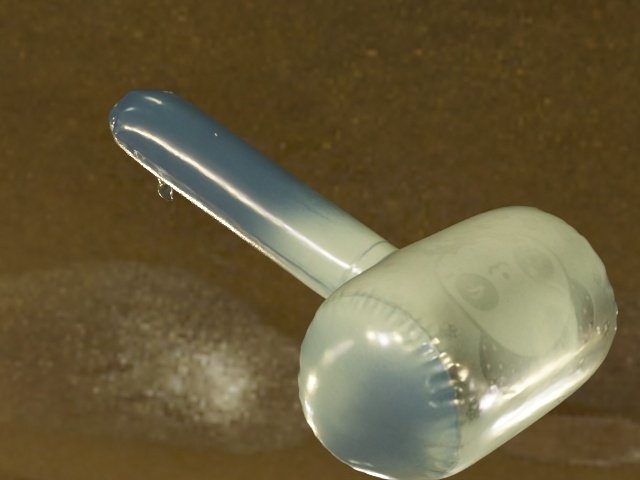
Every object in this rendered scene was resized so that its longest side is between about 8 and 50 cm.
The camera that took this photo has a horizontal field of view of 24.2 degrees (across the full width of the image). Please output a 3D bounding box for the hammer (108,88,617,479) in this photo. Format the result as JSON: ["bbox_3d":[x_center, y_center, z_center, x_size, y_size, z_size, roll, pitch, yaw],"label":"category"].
[{"bbox_3d":[0.000,0.000,0.506,0.194,0.116,0.069,35,128,27],"label":"hammer"}]
